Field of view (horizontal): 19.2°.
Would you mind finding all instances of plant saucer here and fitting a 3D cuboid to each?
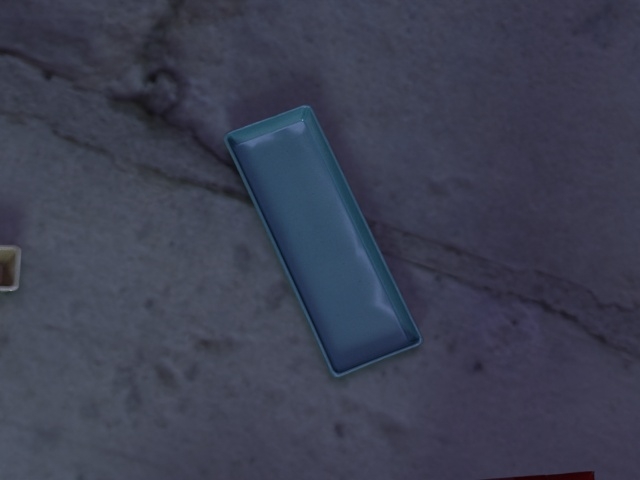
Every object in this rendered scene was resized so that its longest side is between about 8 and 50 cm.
[{"bbox_3d":[0.000,0.000,1.280,0.067,0.018,0.192,-21,71,-12],"label":"plant saucer"}]

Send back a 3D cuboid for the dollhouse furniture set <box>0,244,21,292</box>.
[{"bbox_3d":[-0.253,-0.011,1.229,0.114,0.081,0.091,2,67,-4],"label":"dollhouse furniture set"}]

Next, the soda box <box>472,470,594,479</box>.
[{"bbox_3d":[0.095,0.216,1.060,0.092,0.263,0.083,-3,62,-5],"label":"soda box"}]
